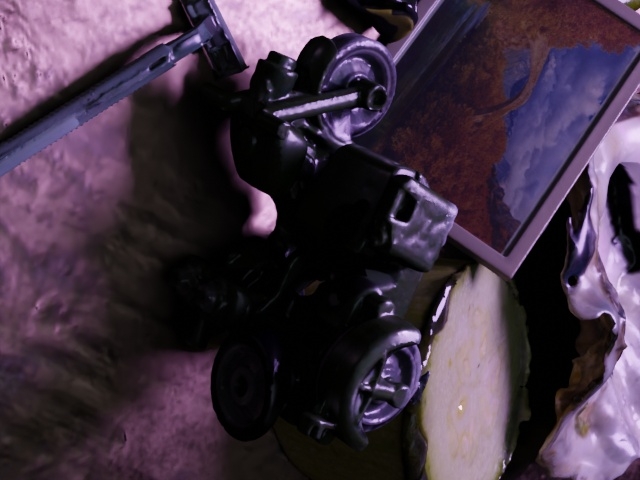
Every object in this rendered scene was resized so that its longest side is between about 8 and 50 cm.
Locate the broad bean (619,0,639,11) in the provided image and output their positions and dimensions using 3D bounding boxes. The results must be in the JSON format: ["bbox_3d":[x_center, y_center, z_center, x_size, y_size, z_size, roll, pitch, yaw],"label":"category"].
[{"bbox_3d":[0.218,-0.207,1.152,0.213,0.048,0.070,-30,116,-28],"label":"broad bean"}]

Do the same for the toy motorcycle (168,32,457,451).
[{"bbox_3d":[0.000,0.000,0.923,0.127,0.205,0.275,14,101,-42],"label":"toy motorcycle"}]

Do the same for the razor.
[{"bbox_3d":[-0.143,-0.097,0.915,0.211,0.036,0.084,-39,115,-26],"label":"razor"}]

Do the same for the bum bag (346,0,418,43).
[{"bbox_3d":[0.090,-0.264,1.044,0.232,0.060,0.107,-56,132,-14],"label":"bum bag"}]

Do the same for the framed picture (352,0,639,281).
[{"bbox_3d":[0.135,-0.115,1.061,0.184,0.016,0.250,36,73,5],"label":"framed picture"}]

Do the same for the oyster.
[{"bbox_3d":[0.245,0.020,1.153,0.238,0.114,0.351,-24,103,-42],"label":"oyster"}]

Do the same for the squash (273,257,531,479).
[{"bbox_3d":[0.078,0.114,1.081,0.220,0.133,0.220,-8,100,-51],"label":"squash"}]
